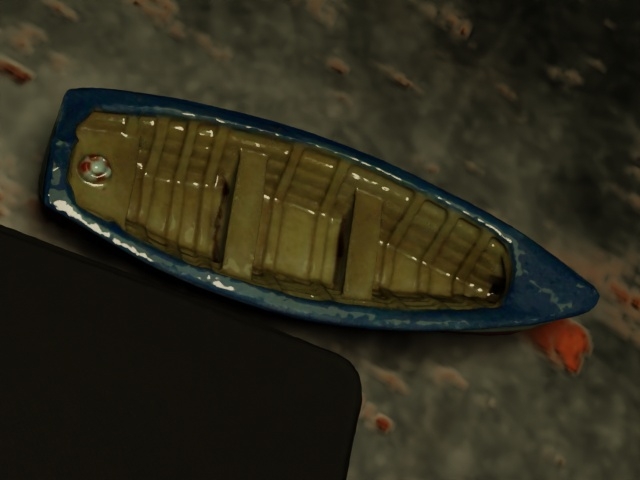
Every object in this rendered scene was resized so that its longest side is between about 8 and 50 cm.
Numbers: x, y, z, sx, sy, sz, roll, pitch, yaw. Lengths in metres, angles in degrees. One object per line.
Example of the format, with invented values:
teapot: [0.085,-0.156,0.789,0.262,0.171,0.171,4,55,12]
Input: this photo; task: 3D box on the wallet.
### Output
wallet: [-0.098,0.070,0.625,0.250,0.044,0.149,21,57,-14]

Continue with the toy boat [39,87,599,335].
toy boat: [0.000,0.000,0.696,0.229,0.046,0.080,16,61,-17]
